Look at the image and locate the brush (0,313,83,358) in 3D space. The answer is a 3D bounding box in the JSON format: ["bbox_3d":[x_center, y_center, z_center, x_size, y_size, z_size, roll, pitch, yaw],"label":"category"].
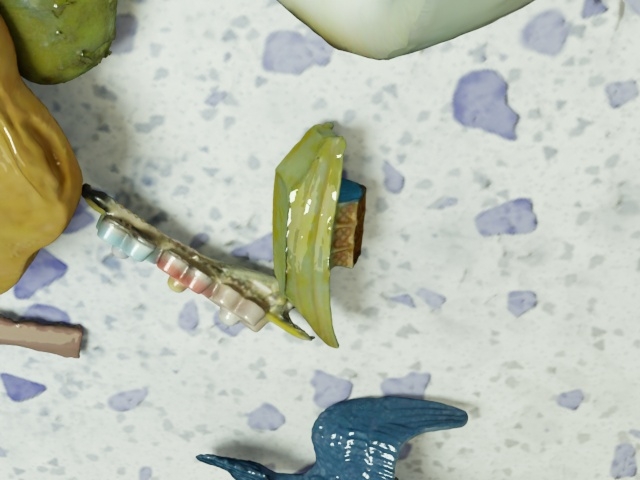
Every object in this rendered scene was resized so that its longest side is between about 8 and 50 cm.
[{"bbox_3d":[-0.339,0.060,0.792,0.301,0.071,0.084,12,120,-13],"label":"brush"}]

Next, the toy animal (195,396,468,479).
[{"bbox_3d":[0.020,0.237,0.844,0.255,0.239,0.176,9,169,45],"label":"toy animal"}]

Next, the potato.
[{"bbox_3d":[-0.178,-0.180,0.616,0.105,0.085,0.188,1,129,7],"label":"potato"}]

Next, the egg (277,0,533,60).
[{"bbox_3d":[0.076,-0.297,0.397,0.340,0.354,0.354,-33,120,-8],"label":"egg"}]

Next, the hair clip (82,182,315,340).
[{"bbox_3d":[-0.092,0.025,0.767,0.214,0.062,0.056,25,90,-20],"label":"hair clip"}]

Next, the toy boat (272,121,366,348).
[{"bbox_3d":[0.000,0.000,0.737,0.066,0.065,0.172,-4,115,-16],"label":"toy boat"}]

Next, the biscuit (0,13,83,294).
[{"bbox_3d":[-0.328,-0.096,0.650,0.312,0.057,0.351,-6,124,21],"label":"biscuit"}]
